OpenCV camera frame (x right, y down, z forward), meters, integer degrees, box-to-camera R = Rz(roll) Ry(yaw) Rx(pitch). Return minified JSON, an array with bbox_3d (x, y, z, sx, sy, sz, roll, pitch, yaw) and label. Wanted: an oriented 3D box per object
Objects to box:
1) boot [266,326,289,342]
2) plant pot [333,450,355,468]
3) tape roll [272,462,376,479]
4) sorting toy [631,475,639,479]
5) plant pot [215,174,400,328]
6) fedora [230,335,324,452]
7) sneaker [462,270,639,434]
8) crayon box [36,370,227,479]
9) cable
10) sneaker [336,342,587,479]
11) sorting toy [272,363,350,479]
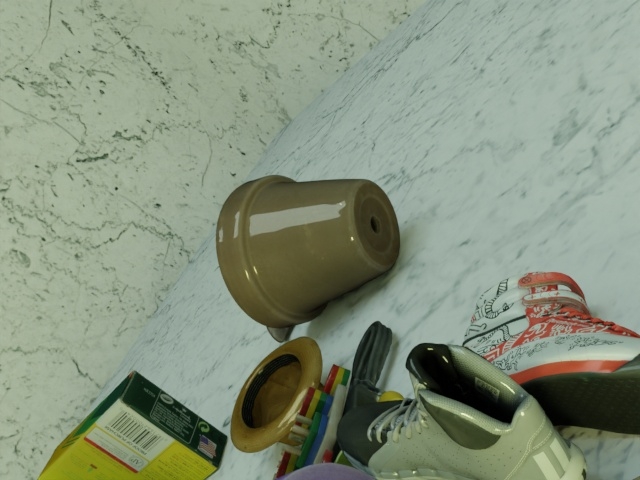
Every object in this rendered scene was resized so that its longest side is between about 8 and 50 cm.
[{"bbox_3d":[-0.059,0.136,1.301,0.087,0.042,0.118,-47,16,4],"label":"boot"},{"bbox_3d":[0.063,0.231,0.662,0.083,0.079,0.083,-45,17,18],"label":"plant pot"},{"bbox_3d":[-0.003,0.275,0.538,0.080,0.189,0.189,-37,20,39],"label":"tape roll"},{"bbox_3d":[0.166,0.235,0.458,0.229,0.041,0.307,-42,11,19],"label":"sorting toy"},{"bbox_3d":[0.000,0.000,1.147,0.229,0.263,0.263,-15,34,34],"label":"plant pot"},{"bbox_3d":[-0.044,0.226,0.976,0.194,0.079,0.194,-40,23,21],"label":"fedora"},{"bbox_3d":[0.209,0.080,0.582,0.270,0.090,0.145,-31,26,56],"label":"sneaker"},{"bbox_3d":[-0.337,0.385,1.198,0.318,0.202,0.081,-43,17,24],"label":"crayon box"},{"bbox_3d":[0.062,0.201,0.839,0.139,0.072,0.287,-64,-1,15],"label":"cable"},{"bbox_3d":[0.082,0.128,0.550,0.228,0.132,0.086,-5,36,45],"label":"sneaker"},{"bbox_3d":[-0.020,0.241,0.782,0.274,0.046,0.132,-62,-7,-76],"label":"sorting toy"}]
